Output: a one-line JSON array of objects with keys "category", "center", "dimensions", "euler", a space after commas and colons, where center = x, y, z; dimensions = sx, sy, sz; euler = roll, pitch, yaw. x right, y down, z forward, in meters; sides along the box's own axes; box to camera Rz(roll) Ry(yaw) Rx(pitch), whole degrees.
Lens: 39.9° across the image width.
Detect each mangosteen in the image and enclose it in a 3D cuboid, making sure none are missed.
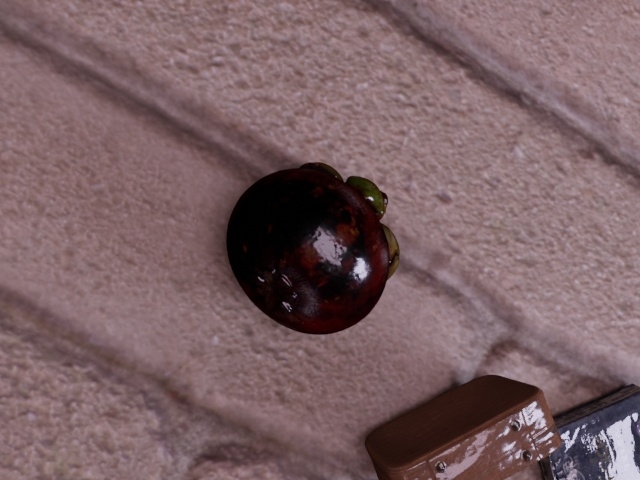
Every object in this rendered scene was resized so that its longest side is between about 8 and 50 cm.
[{"category": "mangosteen", "center": [0.000, 0.000, 0.929], "dimensions": [0.199, 0.200, 0.200], "euler": [0, 90, -14]}]

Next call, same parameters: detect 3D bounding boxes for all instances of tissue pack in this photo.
[{"category": "tissue pack", "center": [0.339, 0.253, 1.064], "dimensions": [0.156, 0.051, 0.113], "euler": [-19, 96, -14]}]

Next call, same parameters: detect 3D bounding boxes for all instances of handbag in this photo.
[{"category": "handbag", "center": [0.148, 0.221, 0.965], "dimensions": [0.193, 0.151, 0.072], "euler": [-26, 100, -15]}]
